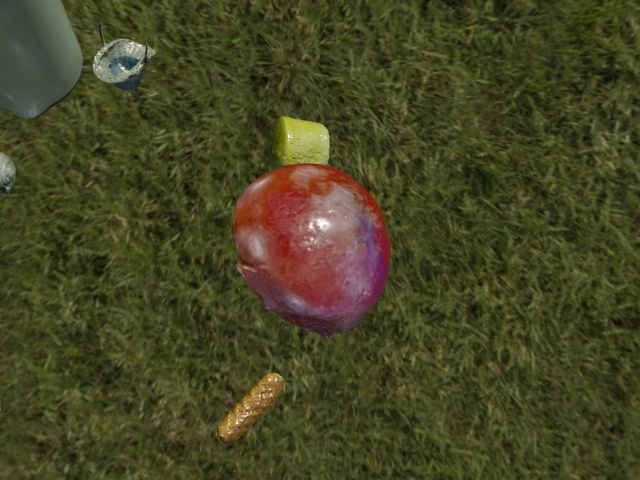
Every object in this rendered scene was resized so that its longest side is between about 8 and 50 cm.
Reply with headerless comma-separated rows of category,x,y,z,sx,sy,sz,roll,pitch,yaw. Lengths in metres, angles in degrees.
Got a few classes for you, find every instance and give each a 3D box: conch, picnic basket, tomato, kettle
conch,-0.508,-0.109,1.158,0.085,0.076,0.056,24,60,20
picnic basket,-0.235,-0.221,0.904,0.065,0.083,0.083,26,141,13
tomato,0.003,0.003,1.350,0.290,0.176,0.335,7,65,-36
kettle,-0.604,-0.466,1.382,0.250,0.376,0.361,-11,71,-5

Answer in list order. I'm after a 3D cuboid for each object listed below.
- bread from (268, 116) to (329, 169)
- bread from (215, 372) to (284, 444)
bread,-0.049,-0.199,1.552,0.114,0.129,0.111,4,95,-20
bread,-0.126,0.301,1.334,0.044,0.052,0.157,40,75,18
